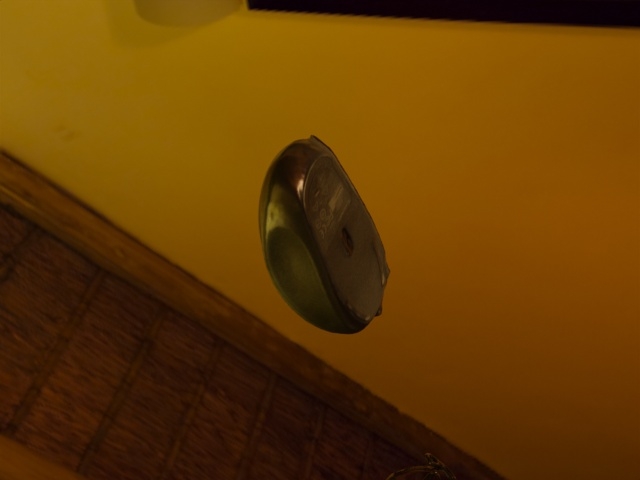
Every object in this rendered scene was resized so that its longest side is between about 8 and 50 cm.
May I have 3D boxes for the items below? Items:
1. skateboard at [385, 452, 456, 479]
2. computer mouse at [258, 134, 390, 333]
[{"bbox_3d":[0.148,0.324,0.961,0.080,0.151,0.067,-49,-161,6],"label":"skateboard"},{"bbox_3d":[-0.002,-0.001,1.222,0.114,0.374,0.203,3,-132,31],"label":"computer mouse"}]
